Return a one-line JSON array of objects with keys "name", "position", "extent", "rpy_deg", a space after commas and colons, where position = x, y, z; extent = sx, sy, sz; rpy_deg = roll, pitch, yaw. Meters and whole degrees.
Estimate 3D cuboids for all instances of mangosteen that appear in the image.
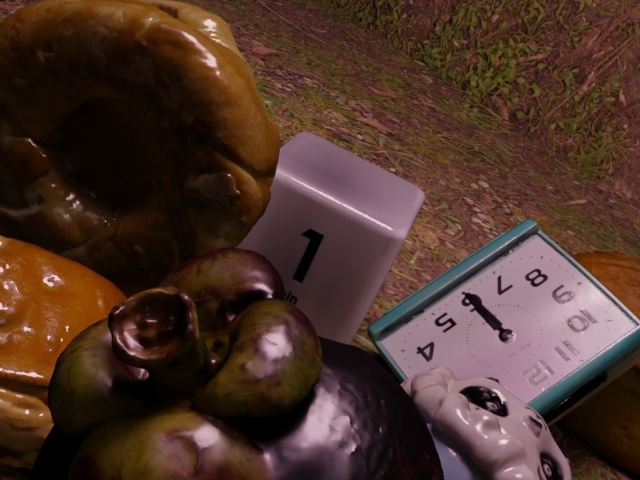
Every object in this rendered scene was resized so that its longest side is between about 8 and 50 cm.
[{"name": "mangosteen", "position": [-0.062, 0.165, 0.626], "extent": [0.297, 0.297, 0.313], "rpy_deg": [-6, 82, -50]}]

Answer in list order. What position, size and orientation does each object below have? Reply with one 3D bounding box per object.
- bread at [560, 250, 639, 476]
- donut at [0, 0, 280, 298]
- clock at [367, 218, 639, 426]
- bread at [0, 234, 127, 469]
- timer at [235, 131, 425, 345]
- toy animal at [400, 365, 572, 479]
[{"name": "bread", "position": [0.470, 0.165, 1.254], "extent": [0.398, 0.215, 0.398], "rpy_deg": [20, 26, -10]}, {"name": "donut", "position": [-0.224, -0.100, 0.990], "extent": [0.360, 0.360, 0.170], "rpy_deg": [26, 25, 1]}, {"name": "clock", "position": [0.227, 0.131, 1.098], "extent": [0.231, 0.262, 0.116], "rpy_deg": [50, -10, 39]}, {"name": "bread", "position": [-0.264, 0.088, 0.783], "extent": [0.235, 0.099, 0.210], "rpy_deg": [26, 29, -26]}, {"name": "timer", "position": [0.000, 0.000, 1.155], "extent": [0.194, 0.195, 0.192], "rpy_deg": [26, 24, 5]}, {"name": "toy animal", "position": [0.115, 0.221, 0.792], "extent": [0.208, 0.204, 0.156], "rpy_deg": [51, 6, 14]}]
